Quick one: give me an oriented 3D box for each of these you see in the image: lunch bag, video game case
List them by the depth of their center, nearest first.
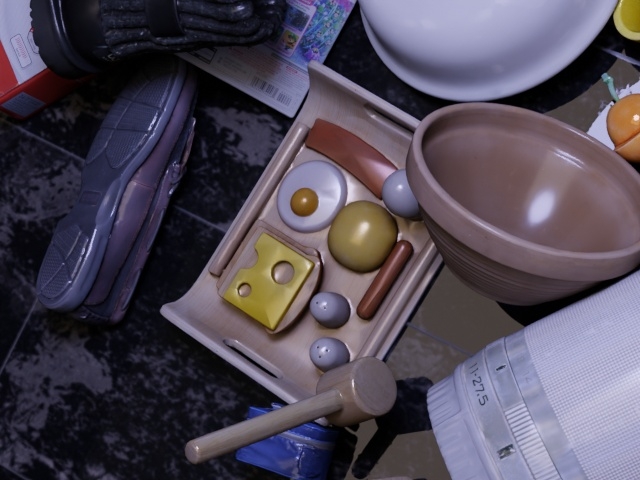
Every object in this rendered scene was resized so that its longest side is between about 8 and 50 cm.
[{"bbox_3d":[-0.034,0.199,1.491,0.098,0.067,0.065,16,85,21],"label":"lunch bag"},{"bbox_3d":[-0.063,-0.227,1.561,0.157,0.019,0.143,28,93,-11],"label":"video game case"}]

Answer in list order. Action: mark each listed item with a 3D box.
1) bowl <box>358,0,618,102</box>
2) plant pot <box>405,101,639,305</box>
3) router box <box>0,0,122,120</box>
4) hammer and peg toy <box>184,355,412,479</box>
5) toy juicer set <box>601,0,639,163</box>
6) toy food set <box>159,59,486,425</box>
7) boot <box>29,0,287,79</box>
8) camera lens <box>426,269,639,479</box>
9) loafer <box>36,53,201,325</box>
[{"bbox_3d":[0.144,-0.295,1.465,0.297,0.134,0.298,-7,75,26],"label":"bowl"},{"bbox_3d":[0.181,-0.018,1.377,0.237,0.237,0.110,35,127,20],"label":"plant pot"},{"bbox_3d":[-0.290,-0.353,1.667,0.301,0.082,0.335,-30,73,10],"label":"router box"},{"bbox_3d":[-0.013,0.299,1.368,0.127,0.266,0.361,-27,69,52],"label":"hammer and peg toy"},{"bbox_3d":[0.382,-0.126,1.344,0.329,0.089,0.209,18,90,46],"label":"toy juicer set"},{"bbox_3d":[0.000,0.000,1.503,0.219,0.092,0.306,32,90,20],"label":"toy food set"},{"bbox_3d":[-0.168,-0.341,1.493,0.260,0.131,0.348,-11,87,30],"label":"boot"},{"bbox_3d":[0.260,0.160,1.324,0.274,0.219,0.219,-28,73,11],"label":"camera lens"},{"bbox_3d":[-0.199,-0.053,1.593,0.109,0.095,0.303,18,80,50],"label":"loafer"}]
